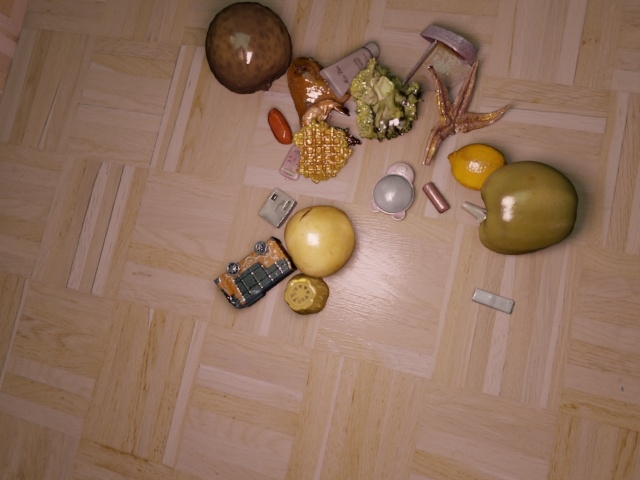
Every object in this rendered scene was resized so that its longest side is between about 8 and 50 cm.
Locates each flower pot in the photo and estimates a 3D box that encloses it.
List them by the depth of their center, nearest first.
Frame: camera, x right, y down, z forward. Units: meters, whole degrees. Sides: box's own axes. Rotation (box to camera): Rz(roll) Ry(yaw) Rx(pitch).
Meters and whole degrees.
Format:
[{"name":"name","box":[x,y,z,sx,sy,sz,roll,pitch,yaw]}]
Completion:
[{"name":"flower pot","box":[-0.067,0.227,1.700,0.195,0.179,0.194,-1,84,8]}]

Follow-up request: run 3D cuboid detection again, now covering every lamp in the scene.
[{"name":"lamp","box":[0.320,-0.221,1.722,0.180,0.108,0.245,22,87,8]}]

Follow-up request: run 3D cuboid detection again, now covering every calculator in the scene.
[{"name":"calculator","box":[-0.120,-0.358,1.853,0.100,0.032,0.174,27,89,12]}]

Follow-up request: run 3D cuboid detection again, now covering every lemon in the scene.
[{"name":"lemon","box":[0.645,-0.303,1.635,0.257,0.188,0.188,22,87,18]}]

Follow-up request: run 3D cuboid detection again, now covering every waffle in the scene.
[{"name":"waffle","box":[-0.008,-0.391,1.761,0.292,0.051,0.290,2,118,5]}]

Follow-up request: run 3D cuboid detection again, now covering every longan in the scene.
[{"name":"longan","box":[-0.318,-0.846,1.780,0.392,0.391,0.390,-1,83,10]}]

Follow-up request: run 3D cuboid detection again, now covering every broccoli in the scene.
[{"name":"broccoli","box":[0.278,-0.603,1.681,0.294,0.281,0.347,-12,95,10]}]

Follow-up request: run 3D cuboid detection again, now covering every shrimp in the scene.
[{"name":"shrimp","box":[0.065,-0.520,1.771,0.290,0.075,0.177,16,107,-3]}]

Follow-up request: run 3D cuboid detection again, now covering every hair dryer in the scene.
[{"name":"hair dryer","box":[0.695,-0.161,1.683,0.167,0.067,0.199,22,77,17]}]

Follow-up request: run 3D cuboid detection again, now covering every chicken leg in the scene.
[{"name":"chicken leg","box":[-0.011,-0.620,1.815,0.296,0.182,0.408,3,92,-5]}]

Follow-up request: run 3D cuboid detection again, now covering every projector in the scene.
[{"name":"projector","box":[-0.194,-0.145,1.826,0.115,0.061,0.147,35,90,11]}]

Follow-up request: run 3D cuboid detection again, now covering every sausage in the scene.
[{"name":"sausage","box":[-0.190,-0.528,1.860,0.089,0.089,0.179,-28,89,6]}]

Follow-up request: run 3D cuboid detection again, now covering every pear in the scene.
[{"name":"pear","box":[0.000,0.000,1.662,0.310,0.309,0.308,-1,83,10]}]

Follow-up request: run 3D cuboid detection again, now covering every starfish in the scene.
[{"name":"starfish","box":[0.576,-0.541,1.669,0.399,0.132,0.383,-13,106,-8]}]

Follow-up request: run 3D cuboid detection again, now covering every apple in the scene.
[{"name":"apple","box":[0.811,-0.121,1.556,0.361,0.320,0.311,-5,63,1]}]

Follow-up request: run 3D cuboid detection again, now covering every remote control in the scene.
[{"name":"remote control","box":[0.705,0.247,1.637,0.162,0.029,0.061,19,88,11]}]

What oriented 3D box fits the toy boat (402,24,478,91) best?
[{"name":"toy boat","box":[0.537,-0.782,1.762,0.276,0.111,0.293,20,98,15]}]

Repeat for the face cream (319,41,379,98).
[{"name":"face cream","box":[0.139,-0.769,1.780,0.314,0.089,0.143,-45,107,-19]}]

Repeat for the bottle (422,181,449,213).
[{"name":"bottle","box":[0.494,-0.184,1.714,0.053,0.053,0.140,-33,80,5]}]

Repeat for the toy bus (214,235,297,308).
[{"name":"toy bus","box":[-0.279,0.144,1.758,0.324,0.162,0.194,-37,81,2]}]
